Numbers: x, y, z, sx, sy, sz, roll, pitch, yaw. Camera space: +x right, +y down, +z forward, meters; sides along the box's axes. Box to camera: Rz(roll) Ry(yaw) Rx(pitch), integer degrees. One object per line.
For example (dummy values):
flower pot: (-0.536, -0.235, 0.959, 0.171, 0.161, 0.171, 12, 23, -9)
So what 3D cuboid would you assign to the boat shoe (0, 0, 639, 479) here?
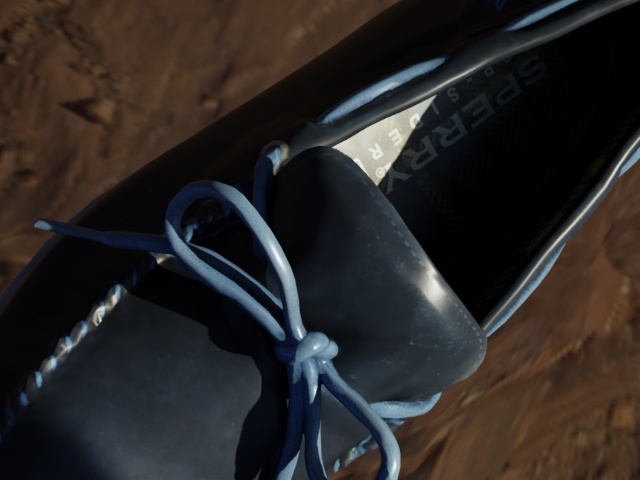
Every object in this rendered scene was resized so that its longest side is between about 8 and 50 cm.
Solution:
boat shoe: (0.000, 0.000, 0.499, 0.109, 0.089, 0.258, 49, 68, -21)
